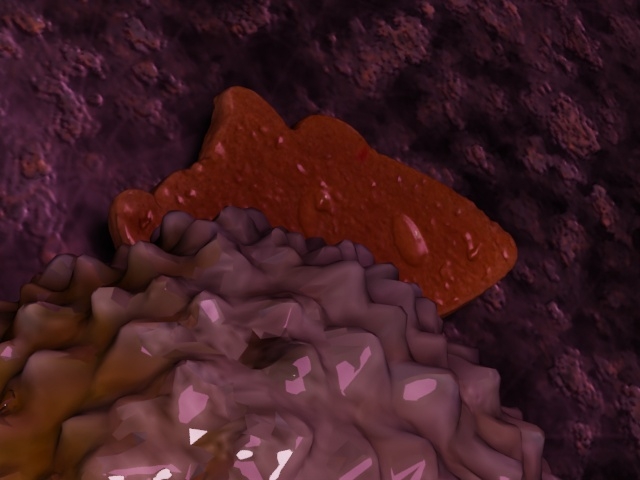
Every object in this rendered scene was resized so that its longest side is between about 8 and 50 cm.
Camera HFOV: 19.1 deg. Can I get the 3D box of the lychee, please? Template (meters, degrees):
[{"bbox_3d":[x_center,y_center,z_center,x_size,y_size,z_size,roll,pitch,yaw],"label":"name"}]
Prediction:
[{"bbox_3d":[-0.055,0.190,0.761,0.380,0.432,0.380,1,41,-1],"label":"lychee"}]

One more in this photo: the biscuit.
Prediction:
[{"bbox_3d":[0.000,0.000,1.102,0.280,0.043,0.183,3,70,-39],"label":"biscuit"}]
